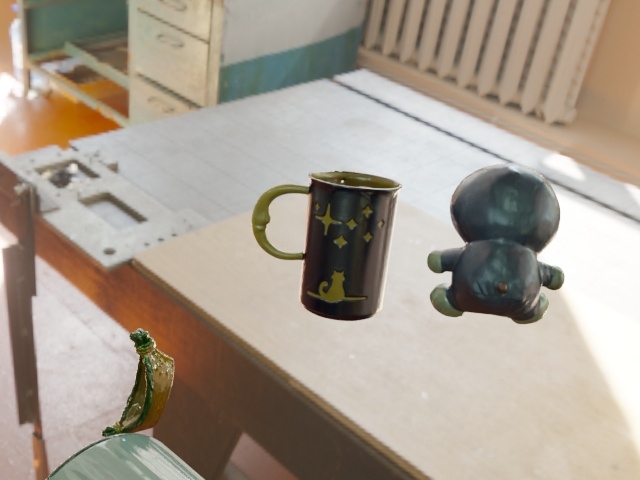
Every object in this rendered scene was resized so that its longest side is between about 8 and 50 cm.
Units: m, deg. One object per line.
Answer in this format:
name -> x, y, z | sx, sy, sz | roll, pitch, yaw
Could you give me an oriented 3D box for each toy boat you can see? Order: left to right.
toy boat -> -0.307, 0.248, 1.408 | 0.088, 0.230, 0.089 | 9, 24, -31

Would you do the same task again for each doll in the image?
doll -> 0.296, 0.001, 1.373 | 0.228, 0.154, 0.259 | 8, 75, 7

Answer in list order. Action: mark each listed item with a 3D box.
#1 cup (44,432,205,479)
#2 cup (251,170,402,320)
cup -> -0.223, 0.534, 1.216 | 0.392, 0.401, 0.310 | 20, 31, 39
cup -> 0.017, -0.001, 1.580 | 0.254, 0.257, 0.178 | 18, 17, 34
